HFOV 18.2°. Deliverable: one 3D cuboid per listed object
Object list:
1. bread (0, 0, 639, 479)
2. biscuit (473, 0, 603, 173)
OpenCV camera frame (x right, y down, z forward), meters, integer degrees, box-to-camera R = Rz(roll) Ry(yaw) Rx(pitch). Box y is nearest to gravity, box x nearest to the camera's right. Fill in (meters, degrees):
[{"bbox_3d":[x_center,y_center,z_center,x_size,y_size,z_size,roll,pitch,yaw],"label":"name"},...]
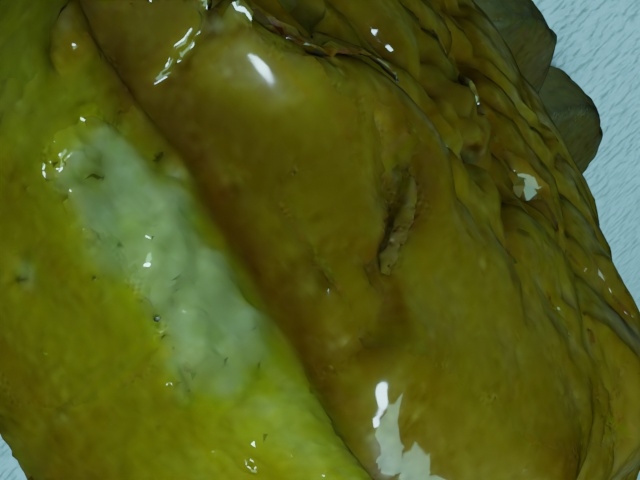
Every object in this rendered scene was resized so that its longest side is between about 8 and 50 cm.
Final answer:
[{"bbox_3d":[-0.011,-0.017,0.867,0.215,0.398,0.398,-33,160,20],"label":"bread"},{"bbox_3d":[0.000,0.000,1.280,0.394,0.076,0.368,-44,156,3],"label":"biscuit"}]
